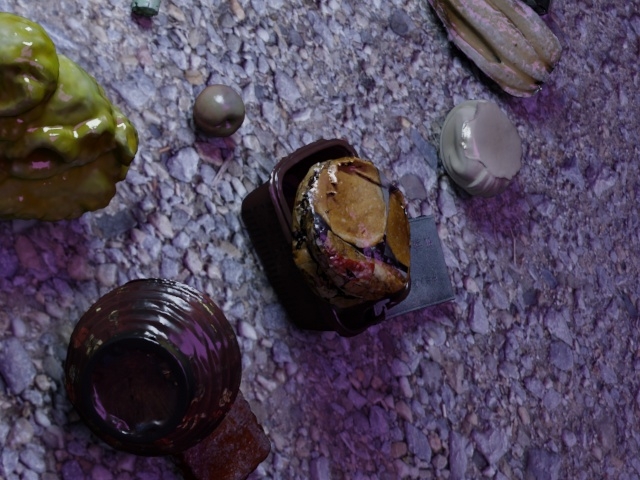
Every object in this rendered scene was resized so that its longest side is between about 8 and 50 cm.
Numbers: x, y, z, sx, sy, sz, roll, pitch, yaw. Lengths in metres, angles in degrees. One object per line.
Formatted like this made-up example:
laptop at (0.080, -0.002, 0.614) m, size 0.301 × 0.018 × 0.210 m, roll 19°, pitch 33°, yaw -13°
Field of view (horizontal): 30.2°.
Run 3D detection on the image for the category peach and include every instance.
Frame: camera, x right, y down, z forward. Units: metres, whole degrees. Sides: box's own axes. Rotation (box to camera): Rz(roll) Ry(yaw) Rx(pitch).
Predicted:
peach at (-0.156, -0.200, 1.821) m, size 0.083 × 0.083 × 0.083 m, roll 13°, pitch 70°, yaw -38°

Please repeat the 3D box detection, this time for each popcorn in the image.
popcorn at (-0.378, -0.136, 1.523) m, size 0.225 × 0.174 × 0.286 m, roll -44°, pitch 140°, yaw -1°

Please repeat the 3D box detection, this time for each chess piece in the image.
chess piece at (-0.258, -0.395, 1.799) m, size 0.067 × 0.067 × 0.103 m, roll 15°, pitch 78°, yaw -37°

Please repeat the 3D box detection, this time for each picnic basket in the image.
picnic basket at (0.000, 0.000, 1.866) m, size 0.222 × 0.129 × 0.297 m, roll -31°, pitch 100°, yaw -43°

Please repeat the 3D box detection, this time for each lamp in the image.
lamp at (-0.221, 0.167, 1.574) m, size 0.247 × 0.247 × 0.247 m, roll 13°, pitch 70°, yaw -38°

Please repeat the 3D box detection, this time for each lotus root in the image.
lotus root at (0.314, -0.413, 2.280) m, size 0.329 × 0.078 × 0.167 m, roll 43°, pitch 84°, yaw -21°

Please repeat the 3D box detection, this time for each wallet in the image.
wallet at (0.139, 0.046, 2.035) m, size 0.222 × 0.036 × 0.167 m, roll -11°, pitch 86°, yaw -43°

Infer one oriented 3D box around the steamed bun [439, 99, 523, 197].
steamed bun at (0.288, -0.164, 2.178) m, size 0.182 × 0.106 × 0.183 m, roll 15°, pitch 67°, yaw -41°

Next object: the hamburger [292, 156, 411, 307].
hamburger at (0.043, -0.016, 1.749) m, size 0.231 × 0.106 × 0.231 m, roll 16°, pitch 63°, yaw -36°

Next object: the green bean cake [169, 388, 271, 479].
green bean cake at (-0.150, 0.288, 1.695) m, size 0.135 × 0.056 × 0.136 m, roll -40°, pitch 112°, yaw -31°

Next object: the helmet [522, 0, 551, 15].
helmet at (0.382, -0.505, 2.356) m, size 0.177 × 0.107 × 0.153 m, roll -4°, pitch 75°, yaw -62°
